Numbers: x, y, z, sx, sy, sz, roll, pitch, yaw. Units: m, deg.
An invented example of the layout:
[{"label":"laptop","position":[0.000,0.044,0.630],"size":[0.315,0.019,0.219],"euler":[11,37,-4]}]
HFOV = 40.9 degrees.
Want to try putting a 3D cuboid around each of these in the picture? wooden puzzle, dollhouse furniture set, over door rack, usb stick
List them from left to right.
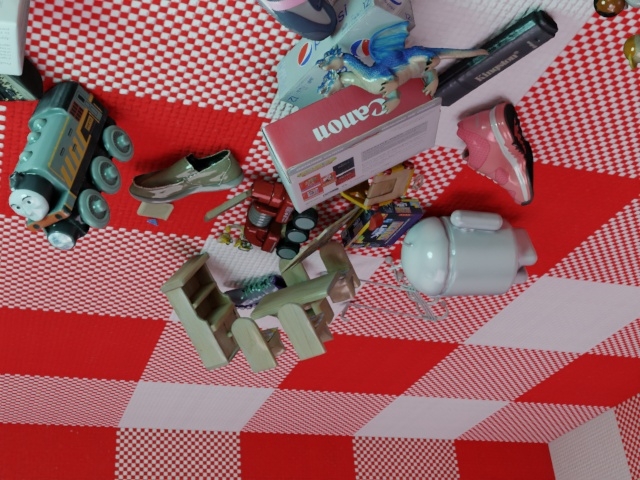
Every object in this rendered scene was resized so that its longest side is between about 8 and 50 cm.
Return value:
[{"label":"wooden puzzle","position":[-0.390,-0.075,2.028],"size":[0.078,0.014,0.116],"euler":[18,143,-27]},{"label":"dollhouse furniture set","position":[-0.152,0.132,2.141],"size":[0.394,0.362,0.256],"euler":[-20,107,24]},{"label":"over door rack","position":[0.178,0.140,2.413],"size":[0.324,0.108,0.239],"euler":[-2,152,23]},{"label":"usb stick","position":[0.323,-0.343,1.643],"size":[0.077,0.045,0.278],"euler":[23,139,-38]}]

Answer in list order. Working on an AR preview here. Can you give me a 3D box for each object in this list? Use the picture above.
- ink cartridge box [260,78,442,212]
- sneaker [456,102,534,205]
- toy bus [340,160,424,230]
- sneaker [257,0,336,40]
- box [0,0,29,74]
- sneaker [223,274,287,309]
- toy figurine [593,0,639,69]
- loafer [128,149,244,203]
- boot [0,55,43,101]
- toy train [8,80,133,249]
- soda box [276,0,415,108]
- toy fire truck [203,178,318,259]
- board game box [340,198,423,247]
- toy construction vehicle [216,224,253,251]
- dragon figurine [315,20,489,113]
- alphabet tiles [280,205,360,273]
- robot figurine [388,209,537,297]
[{"label":"ink cartridge box","position":[0.059,-0.204,1.601],"size":[0.309,0.130,0.272],"euler":[-26,167,-3]},{"label":"sneaker","position":[0.387,-0.186,1.889],"size":[0.136,0.116,0.314],"euler":[-7,145,24]},{"label":"toy bus","position":[0.128,-0.140,1.901],"size":[0.104,0.191,0.202],"euler":[32,161,26]},{"label":"sneaker","position":[-0.049,-0.436,1.360],"size":[0.131,0.112,0.319],"euler":[-25,145,29]},{"label":"box","position":[-0.551,-0.367,1.332],"size":[0.181,0.182,0.119],"euler":[4,147,-15]},{"label":"sneaker","position":[-0.164,0.131,2.379],"size":[0.224,0.083,0.098],"euler":[-3,127,-9]},{"label":"toy figurine","position":[0.518,-0.412,1.394],"size":[0.148,0.209,0.213],"euler":[-17,148,31]},{"label":"loafer","position":[-0.294,-0.148,1.860],"size":[0.251,0.094,0.087],"euler":[-12,126,-6]},{"label":"boot","position":[-0.627,-0.309,1.515],"size":[0.179,0.085,0.236],"euler":[-11,151,14]},{"label":"toy train","position":[-0.474,-0.142,1.606],"size":[0.142,0.334,0.190],"euler":[-20,132,28]},{"label":"soda box","position":[0.039,-0.349,1.543],"size":[0.098,0.091,0.286],"euler":[16,144,-33]},{"label":"toy fire truck","position":[-0.142,-0.059,1.981],"size":[0.246,0.158,0.217],"euler":[16,146,-12]},{"label":"board game box","position":[0.149,-0.040,2.114],"size":[0.141,0.048,0.170],"euler":[0,151,-27]},{"label":"toy construction vehicle","position":[-0.205,-0.009,2.157],"size":[0.098,0.035,0.086],"euler":[14,156,-26]},{"label":"dragon figurine","position":[0.132,-0.309,1.451],"size":[0.289,0.144,0.085],"euler":[-27,148,-3]},{"label":"alphabet tiles","position":[0.000,0.000,2.049],"size":[0.198,0.009,0.237],"euler":[-44,174,40]},{"label":"robot figurine","position":[0.354,0.040,2.148],"size":[0.353,0.200,0.300],"euler":[1,132,-13]}]
